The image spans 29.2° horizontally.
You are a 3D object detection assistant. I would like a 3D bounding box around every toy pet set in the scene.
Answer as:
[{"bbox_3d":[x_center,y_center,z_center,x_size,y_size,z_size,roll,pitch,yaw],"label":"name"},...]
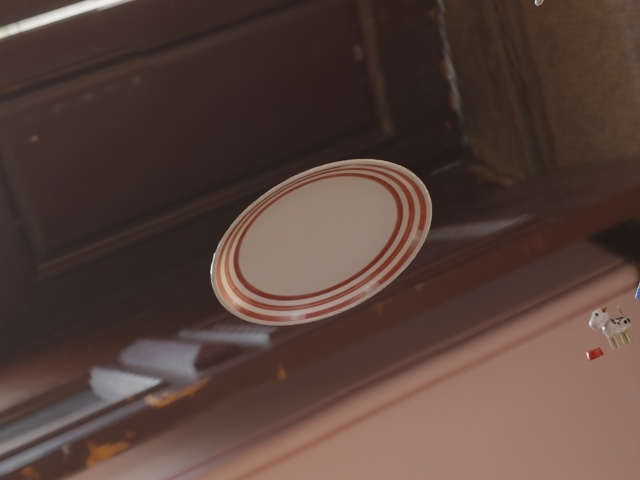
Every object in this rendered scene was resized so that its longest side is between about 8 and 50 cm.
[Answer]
[{"bbox_3d":[0.293,0.047,1.062,0.122,0.114,0.065,-29,80,53],"label":"toy pet set"}]

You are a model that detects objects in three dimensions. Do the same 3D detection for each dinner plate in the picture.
[{"bbox_3d":[0.000,0.000,0.739,0.141,0.141,0.017,93,156,-47],"label":"dinner plate"}]

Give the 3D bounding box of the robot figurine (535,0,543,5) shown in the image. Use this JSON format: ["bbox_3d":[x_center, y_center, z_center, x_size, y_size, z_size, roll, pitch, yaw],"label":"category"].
[{"bbox_3d":[0.224,-0.372,1.053,0.199,0.300,0.353,-108,2,-46],"label":"robot figurine"}]
